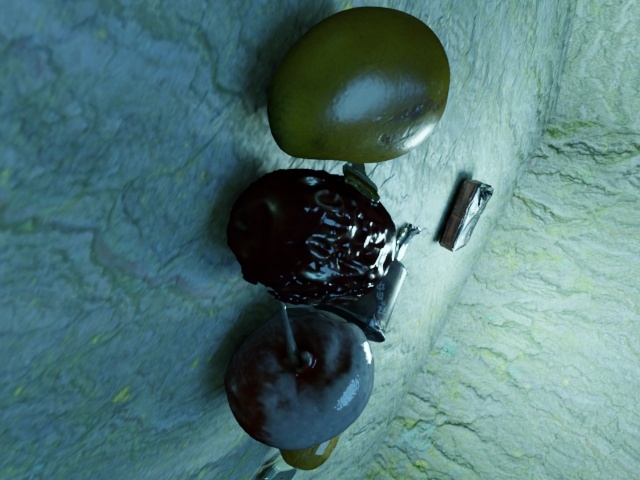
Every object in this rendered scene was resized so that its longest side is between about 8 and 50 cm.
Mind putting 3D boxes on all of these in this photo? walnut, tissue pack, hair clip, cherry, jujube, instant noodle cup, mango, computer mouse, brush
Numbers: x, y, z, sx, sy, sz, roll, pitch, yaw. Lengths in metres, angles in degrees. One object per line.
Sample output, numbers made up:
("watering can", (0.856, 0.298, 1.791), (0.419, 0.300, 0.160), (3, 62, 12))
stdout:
("walnut", (-0.031, 0.595, 1.371), (0.225, 0.193, 0.193), (-51, 151, -27))
("tissue pack", (0.661, -0.116, 2.007), (0.245, 0.123, 0.332), (-12, 124, -60))
("hair clip", (0.294, 0.020, 1.570), (0.172, 0.049, 0.116), (-58, 148, -4))
("cherry", (-0.032, 0.295, 0.983), (0.326, 0.291, 0.335), (-35, 156, 14))
("jujube", (0.000, 0.000, 0.836), (0.377, 0.259, 0.258), (16, 99, -64))
("instant noodle cup", (0.121, 0.141, 1.216), (0.207, 0.218, 0.217), (-60, 154, -21))
("mango", (0.068, -0.253, 0.754), (0.378, 0.221, 0.263), (-25, 141, -38))
("computer mouse", (-0.147, 0.769, 1.455), (0.089, 0.056, 0.182), (-59, 146, -6))
("brush", (0.075, -0.139, 0.879), (0.020, 0.085, 0.336), (-53, -169, 16))

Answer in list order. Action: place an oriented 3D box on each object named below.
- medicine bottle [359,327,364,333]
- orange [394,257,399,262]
("medicine bottle", (0.078, 0.329, 1.174), (0.115, 0.078, 0.219), (-19, 126, -32))
("orange", (0.204, 0.111, 1.418), (0.135, 0.118, 0.135), (-50, 155, -35))
